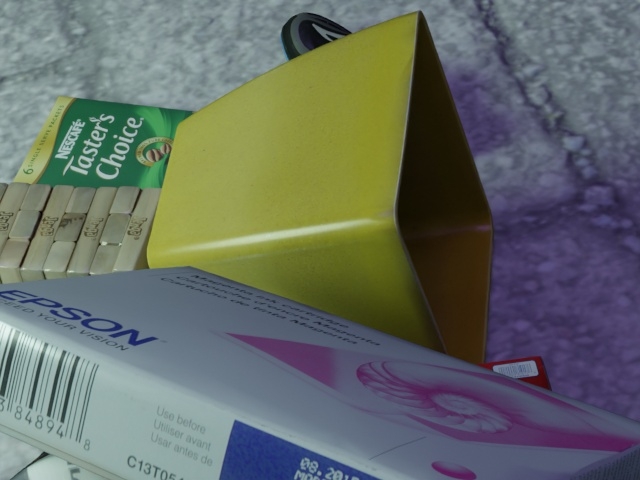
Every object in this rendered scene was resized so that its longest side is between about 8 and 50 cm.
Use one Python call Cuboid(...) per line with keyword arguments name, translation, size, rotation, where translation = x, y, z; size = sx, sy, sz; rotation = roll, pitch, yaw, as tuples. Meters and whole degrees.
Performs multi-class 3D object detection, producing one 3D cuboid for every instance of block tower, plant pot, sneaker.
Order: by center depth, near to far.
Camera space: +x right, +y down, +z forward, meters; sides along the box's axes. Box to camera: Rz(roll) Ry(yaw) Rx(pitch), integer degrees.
Cuboid(name="plant pot", translation=(0.000, 0.000, 1.307), size=(0.187, 0.212, 0.212), rotation=(-9, 43, 16))
Cuboid(name="block tower", translation=(-0.279, 0.016, 1.392), size=(0.336, 0.097, 0.091), rotation=(2, 45, 12))
Cuboid(name="sneaker", translation=(0.037, -0.135, 1.514), size=(0.067, 0.078, 0.188), rotation=(-29, 48, -21))

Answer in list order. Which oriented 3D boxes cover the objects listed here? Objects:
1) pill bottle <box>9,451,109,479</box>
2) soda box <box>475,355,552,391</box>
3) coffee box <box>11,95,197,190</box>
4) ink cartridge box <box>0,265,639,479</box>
Cuboid(name="pill bottle", translation=(-0.119, 0.172, 1.025), size=(0.130, 0.246, 0.130), rotation=(0, 88, -3))
Cuboid(name="soda box", translation=(0.022, 0.149, 1.219), size=(0.263, 0.092, 0.083), rotation=(-7, 42, -1))
Cuboid(name="coffee box", translation=(-0.136, -0.055, 1.480), size=(0.184, 0.040, 0.113), rotation=(8, 47, 15))
Cuboid(name="ink cartridge box", translation=(0.011, 0.088, 1.034), size=(0.324, 0.071, 0.330), rotation=(18, 13, 27))
